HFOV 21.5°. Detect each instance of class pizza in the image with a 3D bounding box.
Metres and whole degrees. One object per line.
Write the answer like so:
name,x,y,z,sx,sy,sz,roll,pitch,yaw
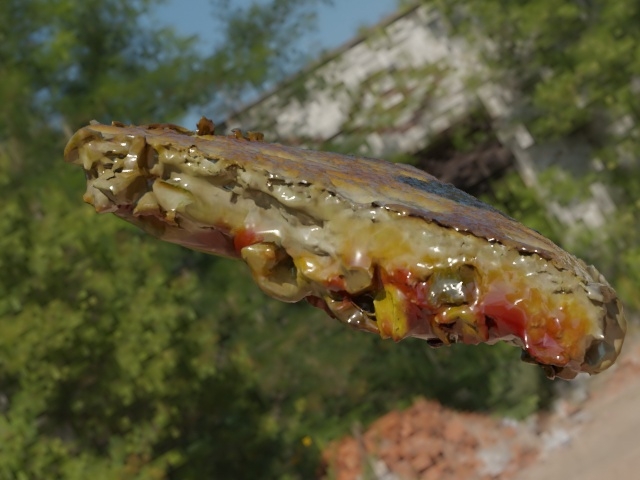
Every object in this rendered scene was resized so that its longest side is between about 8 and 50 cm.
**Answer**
pizza,0.000,0.000,1.250,0.406,0.130,0.440,14,8,-15
